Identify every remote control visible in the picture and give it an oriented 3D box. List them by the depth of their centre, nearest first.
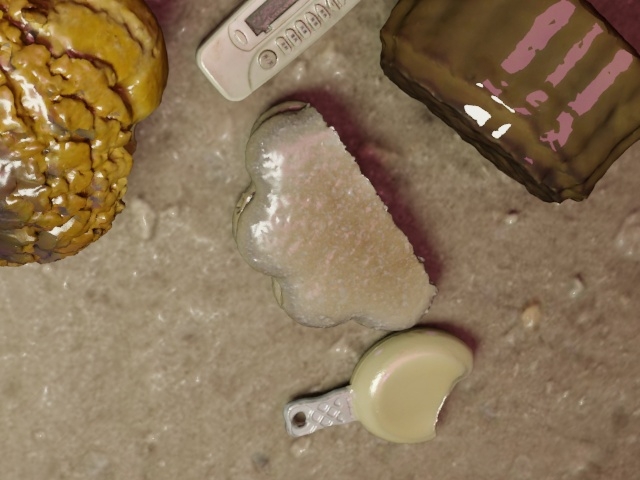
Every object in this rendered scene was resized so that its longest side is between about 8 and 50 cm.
[{"bbox_3d":[-0.045,-0.263,1.157,0.230,0.049,0.090,-41,112,-3],"label":"remote control"}]

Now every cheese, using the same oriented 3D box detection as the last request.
[{"bbox_3d":[0.077,0.190,1.306,0.248,0.071,0.163,7,102,-18],"label":"cheese"}]

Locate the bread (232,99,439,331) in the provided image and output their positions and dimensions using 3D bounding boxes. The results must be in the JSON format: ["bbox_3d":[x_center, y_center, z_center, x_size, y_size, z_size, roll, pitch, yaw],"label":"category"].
[{"bbox_3d":[0.000,-0.003,1.217,0.183,0.102,0.337,-35,114,-2],"label":"bread"}]

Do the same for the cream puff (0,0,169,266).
[{"bbox_3d":[-0.311,-0.113,0.970,0.342,0.231,0.327,-17,134,21],"label":"cream puff"}]

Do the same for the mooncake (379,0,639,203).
[{"bbox_3d":[0.220,-0.189,1.122,0.324,0.324,0.187,37,97,-22],"label":"mooncake"}]
